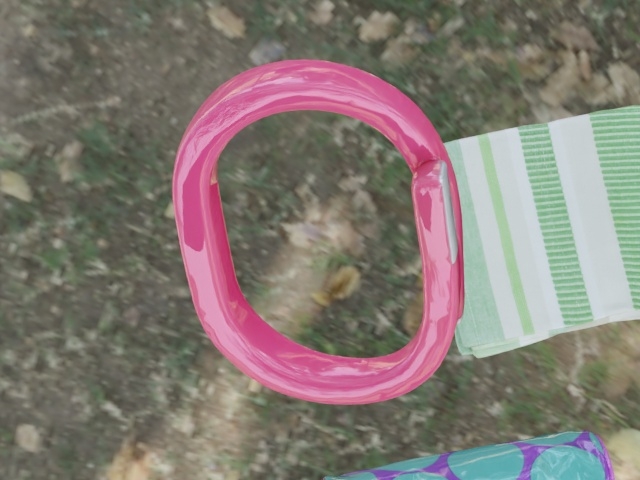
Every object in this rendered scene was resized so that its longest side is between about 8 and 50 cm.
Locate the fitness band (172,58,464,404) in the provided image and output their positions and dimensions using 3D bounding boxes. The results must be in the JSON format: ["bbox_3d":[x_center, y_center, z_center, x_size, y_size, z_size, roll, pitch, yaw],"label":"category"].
[{"bbox_3d":[0.000,0.000,1.177,0.209,0.291,0.054,2,37,13],"label":"fitness band"}]

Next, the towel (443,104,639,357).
[{"bbox_3d":[0.292,-0.017,1.811,0.324,0.038,0.248,-12,86,-1],"label":"towel"}]

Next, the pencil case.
[{"bbox_3d":[0.078,0.141,0.822,0.151,0.065,0.070,-10,30,-8],"label":"pencil case"}]
